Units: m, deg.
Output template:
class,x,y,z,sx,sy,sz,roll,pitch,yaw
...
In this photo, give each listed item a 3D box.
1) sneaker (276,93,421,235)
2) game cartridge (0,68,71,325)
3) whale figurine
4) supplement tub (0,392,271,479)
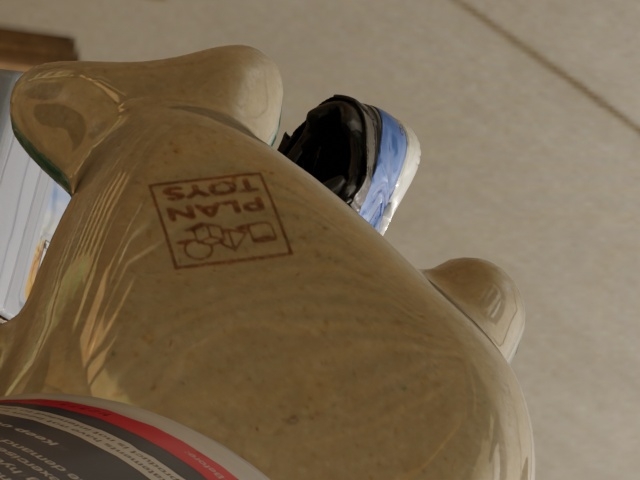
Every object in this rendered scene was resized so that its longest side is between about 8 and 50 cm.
class,x,y,z,sx,sy,sz,roll,pitch,yaw
sneaker,-0.001,0.000,0.913,0.058,0.084,0.152,18,-93,32
game cartridge,-0.193,-0.009,1.394,0.062,0.297,0.198,8,-106,29
whale figurine,-0.037,0.050,0.611,0.141,0.216,0.272,98,-23,-46
supplement tub,-0.108,0.130,0.321,0.191,0.272,0.191,0,-91,24
